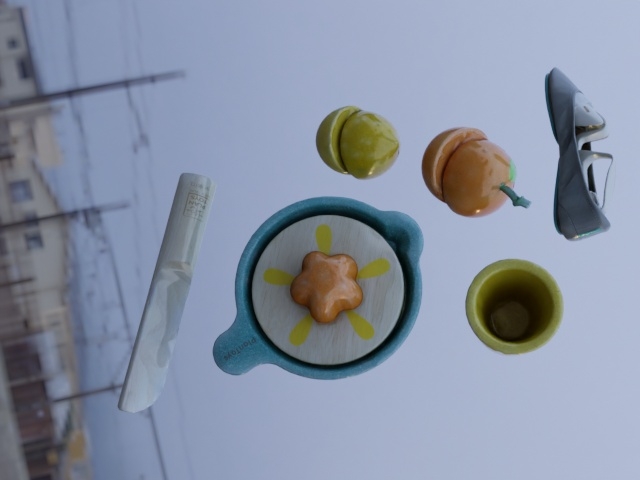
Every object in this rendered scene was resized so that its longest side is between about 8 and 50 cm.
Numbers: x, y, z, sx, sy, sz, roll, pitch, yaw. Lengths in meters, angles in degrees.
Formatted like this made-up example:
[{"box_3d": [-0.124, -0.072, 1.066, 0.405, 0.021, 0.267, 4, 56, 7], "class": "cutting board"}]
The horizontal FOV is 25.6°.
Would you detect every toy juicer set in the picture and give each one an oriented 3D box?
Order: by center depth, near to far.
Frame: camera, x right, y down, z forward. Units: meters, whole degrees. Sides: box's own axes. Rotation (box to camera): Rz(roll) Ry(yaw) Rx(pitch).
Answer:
[{"box_3d": [0.000, 0.000, 1.026, 0.089, 0.329, 0.209, 74, 8, -75], "class": "toy juicer set"}]

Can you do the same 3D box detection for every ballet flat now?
[{"box_3d": [0.286, -0.098, 1.531, 0.072, 0.068, 0.213, 41, 44, -51], "class": "ballet flat"}]
